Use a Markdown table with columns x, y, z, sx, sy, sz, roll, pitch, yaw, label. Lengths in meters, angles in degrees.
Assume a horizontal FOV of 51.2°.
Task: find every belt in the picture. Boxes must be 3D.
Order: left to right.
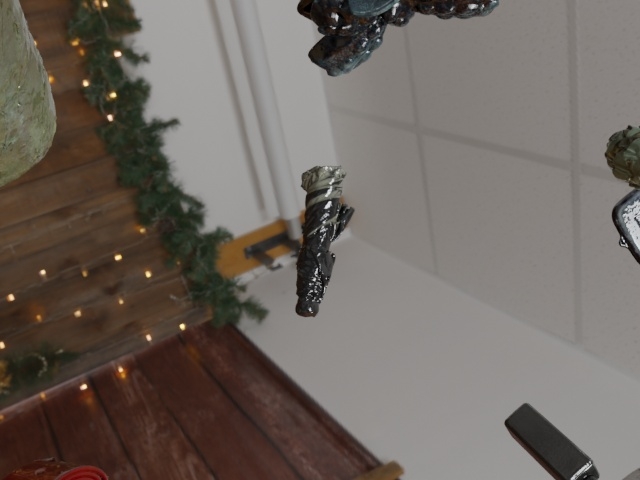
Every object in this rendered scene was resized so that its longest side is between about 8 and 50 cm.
| x | y | z | sx | sy | sz | roll | pitch | yaw | label |
| --- | --- | --- | --- | --- | --- | --- | --- | --- | --- |
| -0.538 | 0.555 | 1.316 | 0.324 | 0.115 | 0.227 | 13 | 82 | -76 | belt |

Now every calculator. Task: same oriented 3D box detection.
| x | y | z | sx | sy | sz | roll | pitch | yaw | label |
| --- | --- | --- | --- | --- | --- | --- | --- | --- | --- |
| 0.726 | -0.050 | 1.378 | 0.177 | 0.268 | 0.040 | 61 | -8 | 9 | calculator |

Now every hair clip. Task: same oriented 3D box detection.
| x | y | z | sx | sy | sz | roll | pitch | yaw | label |
| --- | --- | --- | --- | --- | --- | --- | --- | --- | --- |
| 0.101 | -0.369 | 0.976 | 0.206 | 0.310 | 0.194 | 29 | 45 | -61 | hair clip |

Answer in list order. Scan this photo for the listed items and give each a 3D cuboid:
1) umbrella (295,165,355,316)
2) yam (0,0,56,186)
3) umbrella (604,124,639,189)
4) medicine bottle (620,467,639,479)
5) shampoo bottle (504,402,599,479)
| x | y | z | sx | sy | sz | roll | pitch | yaw | label |
| --- | --- | --- | --- | --- | --- | --- | --- | --- | --- |
| -0.002 | 0.001 | 1.531 | 0.113 | 0.106 | 0.357 | -6 | -108 | 47 | umbrella |
| -0.308 | -0.154 | 0.516 | 0.161 | 0.161 | 0.268 | 62 | -17 | 11 | yam |
| 0.314 | -0.072 | 0.624 | 0.143 | 0.067 | 0.062 | -103 | -161 | -65 | umbrella |
| 0.668 | 0.642 | 1.473 | 0.165 | 0.273 | 0.165 | 55 | -12 | 18 | medicine bottle |
| 0.518 | 0.469 | 1.474 | 0.080 | 0.079 | 0.246 | 53 | -6 | -36 | shampoo bottle |
